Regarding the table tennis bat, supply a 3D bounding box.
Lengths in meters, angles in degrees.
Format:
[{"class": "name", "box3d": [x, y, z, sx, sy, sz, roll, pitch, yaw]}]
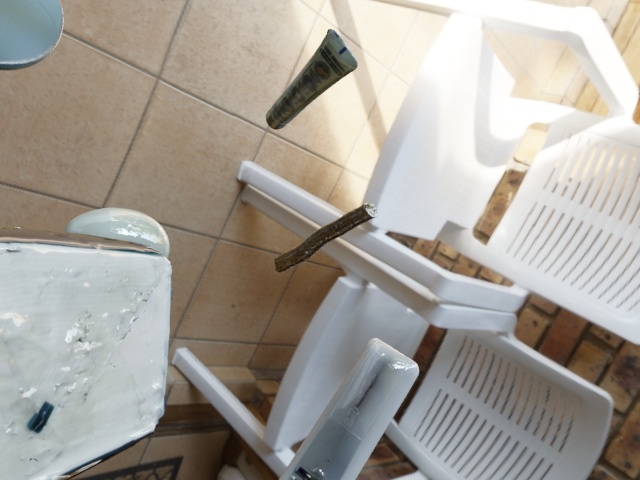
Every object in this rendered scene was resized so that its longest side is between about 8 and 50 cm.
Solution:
[{"class": "table tennis bat", "box3d": [-0.418, -0.337, 0.625, 0.215, 0.044, 0.329, 57, 34, -20]}]

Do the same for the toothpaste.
[{"class": "toothpaste", "box3d": [-0.024, -0.230, 0.729, 0.039, 0.239, 0.062, -43, 100, -28]}]

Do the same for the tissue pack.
[{"class": "tissue pack", "box3d": [-0.405, 0.107, 0.532, 0.264, 0.416, 0.254, 3, 91, -66]}]

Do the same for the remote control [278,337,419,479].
[{"class": "remote control", "box3d": [0.050, 0.323, 0.842, 0.313, 0.109, 0.055, -54, 156, -15]}]

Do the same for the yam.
[{"class": "yam", "box3d": [0.000, 0.000, 1.089, 0.045, 0.326, 0.045, 31, 49, -28]}]

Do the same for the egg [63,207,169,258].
[{"class": "egg", "box3d": [-0.423, 0.006, 1.010, 0.209, 0.151, 0.151, 17, 103, -29]}]
